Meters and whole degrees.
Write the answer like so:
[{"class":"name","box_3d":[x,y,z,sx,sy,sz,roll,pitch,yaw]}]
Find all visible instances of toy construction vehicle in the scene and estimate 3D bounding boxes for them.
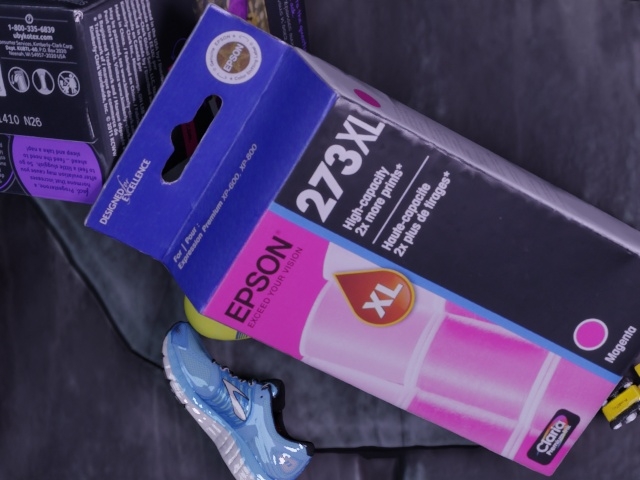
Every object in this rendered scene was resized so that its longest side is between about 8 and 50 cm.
[{"class":"toy construction vehicle","box_3d":[0.251,0.115,1.072,0.098,0.035,0.086,-44,60,20]}]

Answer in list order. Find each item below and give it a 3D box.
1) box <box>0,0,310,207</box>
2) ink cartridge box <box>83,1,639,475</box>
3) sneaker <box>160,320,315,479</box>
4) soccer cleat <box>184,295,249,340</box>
[{"class":"box","box_3d":[-0.145,-0.149,1.135,0.165,0.270,0.143,8,120,28]},{"class":"ink cartridge box","box_3d":[0.047,0.008,1.037,0.371,0.069,0.176,27,108,-16]},{"class":"sneaker","box_3d":[-0.062,0.125,1.241,0.073,0.063,0.162,-40,78,8]},{"class":"soccer cleat","box_3d":[0.000,-0.001,1.158,0.289,0.121,0.093,-24,80,28]}]
